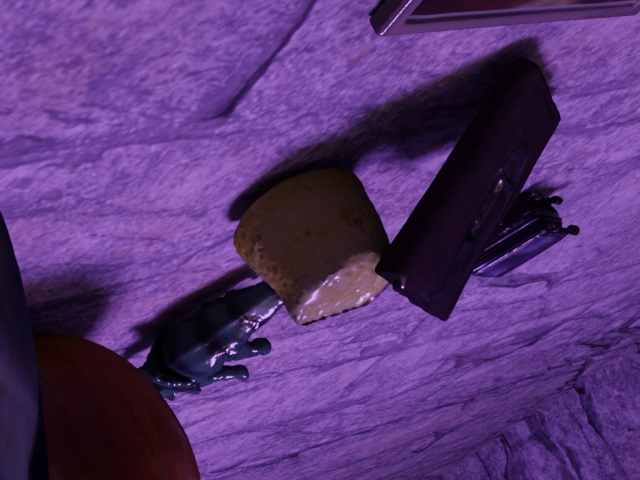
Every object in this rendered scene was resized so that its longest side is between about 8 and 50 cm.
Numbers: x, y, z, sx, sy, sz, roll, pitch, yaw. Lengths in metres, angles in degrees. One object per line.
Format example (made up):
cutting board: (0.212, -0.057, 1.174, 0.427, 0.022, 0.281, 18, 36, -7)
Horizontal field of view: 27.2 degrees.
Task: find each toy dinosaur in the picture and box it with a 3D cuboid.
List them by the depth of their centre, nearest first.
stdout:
toy dinosaur: (-0.092, 0.093, 1.355, 0.292, 0.079, 0.120, -34, 163, 14)

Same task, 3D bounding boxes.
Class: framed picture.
framed picture: (0.199, -0.224, 0.946, 0.290, 0.020, 0.211, -11, 156, -38)

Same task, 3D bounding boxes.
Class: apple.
apple: (-0.272, 0.210, 1.182, 0.302, 0.301, 0.301, -23, 162, -8)

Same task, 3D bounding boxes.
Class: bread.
bread: (0.000, 0.000, 1.160, 0.129, 0.114, 0.111, -18, 155, -33)

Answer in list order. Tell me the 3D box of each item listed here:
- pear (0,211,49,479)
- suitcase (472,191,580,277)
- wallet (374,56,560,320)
pear: (-0.248, 0.056, 0.594, 0.165, 0.398, 0.399, -11, 161, -2)
suitcase: (0.224, -0.004, 1.532, 0.126, 0.059, 0.086, -35, 159, 26)
wallet: (0.140, -0.041, 1.171, 0.229, 0.049, 0.182, -59, 157, -2)
